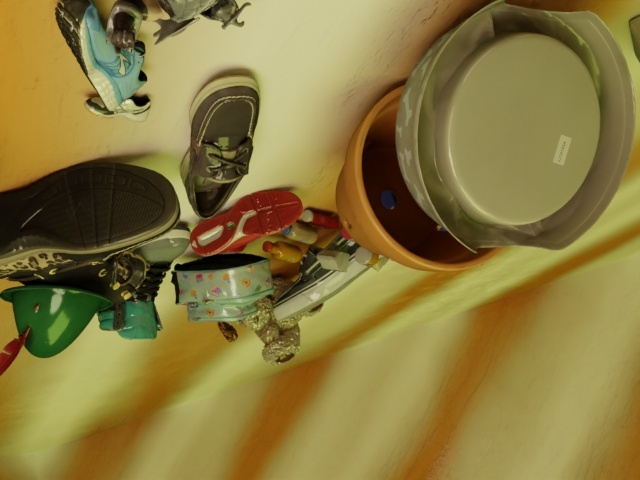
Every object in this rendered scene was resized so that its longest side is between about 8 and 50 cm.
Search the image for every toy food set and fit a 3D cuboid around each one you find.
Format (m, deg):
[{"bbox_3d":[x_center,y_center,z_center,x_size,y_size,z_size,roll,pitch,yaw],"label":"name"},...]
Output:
[{"bbox_3d":[0.000,0.000,1.290,0.233,0.111,0.105,6,174,36],"label":"toy food set"}]

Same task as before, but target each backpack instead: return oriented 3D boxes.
[{"bbox_3d":[-0.192,0.095,1.294,0.189,0.144,0.166,-13,179,26],"label":"backpack"}]

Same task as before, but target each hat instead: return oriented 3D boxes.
[{"bbox_3d":[-0.448,0.182,1.014,0.209,0.183,0.173,-16,155,42],"label":"hat"}]

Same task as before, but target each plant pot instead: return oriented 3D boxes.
[{"bbox_3d":[0.153,-0.086,1.011,0.291,0.290,0.203,-9,175,-21],"label":"plant pot"}]

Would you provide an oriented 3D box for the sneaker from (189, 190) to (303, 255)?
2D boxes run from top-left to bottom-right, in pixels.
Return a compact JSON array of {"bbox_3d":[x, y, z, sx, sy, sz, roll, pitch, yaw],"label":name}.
[{"bbox_3d":[-0.135,-0.033,1.206,0.222,0.086,0.128,-17,176,4],"label":"sneaker"}]

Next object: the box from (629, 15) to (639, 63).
[{"bbox_3d":[0.643,-0.324,0.913,0.311,0.147,0.121,-27,156,24],"label":"box"}]

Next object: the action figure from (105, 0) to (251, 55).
[{"bbox_3d":[-0.156,-0.251,0.560,0.185,0.099,0.285,-38,158,20],"label":"action figure"}]

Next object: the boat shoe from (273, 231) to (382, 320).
[{"bbox_3d":[0.013,0.060,1.409,0.335,0.119,0.121,-36,169,19],"label":"boat shoe"}]

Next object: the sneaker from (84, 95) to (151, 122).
[{"bbox_3d":[-0.254,-0.175,0.787,0.083,0.031,0.037,-4,143,-43],"label":"sneaker"}]

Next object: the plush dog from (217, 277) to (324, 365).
[{"bbox_3d":[-0.148,0.162,1.590,0.226,0.210,0.262,13,119,-28],"label":"plush dog"}]

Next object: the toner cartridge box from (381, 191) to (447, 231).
[{"bbox_3d":[0.278,-0.082,1.236,0.348,0.165,0.075,-6,159,-24],"label":"toner cartridge box"}]

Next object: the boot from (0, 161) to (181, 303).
[{"bbox_3d":[-0.366,0.009,1.015,0.378,0.138,0.284,-15,159,7],"label":"boot"}]

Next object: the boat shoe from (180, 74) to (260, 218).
[{"bbox_3d":[-0.143,-0.124,0.903,0.103,0.092,0.285,-6,157,-26],"label":"boat shoe"}]

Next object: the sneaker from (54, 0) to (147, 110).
[{"bbox_3d":[-0.232,-0.212,0.681,0.073,0.063,0.162,-32,166,-12],"label":"sneaker"}]

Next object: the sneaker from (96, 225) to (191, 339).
[{"bbox_3d":[-0.345,0.101,1.212,0.296,0.178,0.124,-31,155,35],"label":"sneaker"}]

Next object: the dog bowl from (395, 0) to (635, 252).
[{"bbox_3d":[0.259,-0.148,0.848,0.349,0.348,0.102,-9,-165,-20],"label":"dog bowl"}]

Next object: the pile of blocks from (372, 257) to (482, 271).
[{"bbox_3d":[0.240,-0.017,1.501,0.363,0.148,0.112,-2,-160,-11],"label":"pile of blocks"}]
